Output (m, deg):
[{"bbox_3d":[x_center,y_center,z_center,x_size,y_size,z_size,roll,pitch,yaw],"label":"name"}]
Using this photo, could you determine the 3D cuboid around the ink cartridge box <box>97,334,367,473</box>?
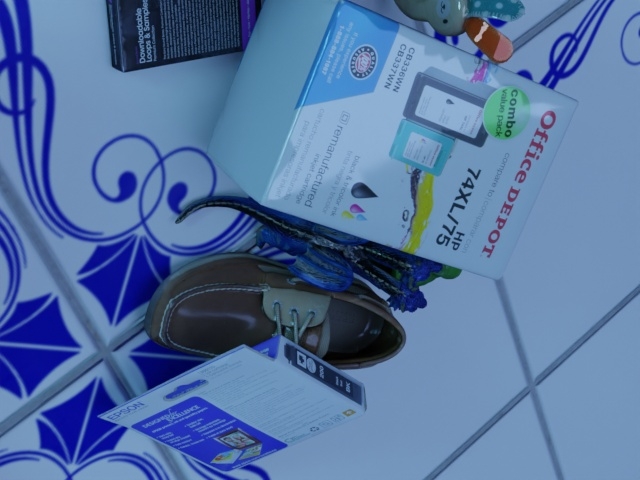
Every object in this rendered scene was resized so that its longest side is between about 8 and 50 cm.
[{"bbox_3d":[-0.092,0.170,1.209,0.206,0.045,0.208,-27,140,26],"label":"ink cartridge box"}]

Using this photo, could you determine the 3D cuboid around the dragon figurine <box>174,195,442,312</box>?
[{"bbox_3d":[0.000,0.000,1.218,0.289,0.144,0.085,20,98,-35],"label":"dragon figurine"}]

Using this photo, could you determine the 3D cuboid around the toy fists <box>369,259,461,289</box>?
[{"bbox_3d":[0.123,-0.073,1.322,0.142,0.096,0.279,-21,118,-31],"label":"toy fists"}]

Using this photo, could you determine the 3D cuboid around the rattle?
[{"bbox_3d":[0.101,-0.266,1.156,0.130,0.199,0.143,-39,149,30],"label":"rattle"}]

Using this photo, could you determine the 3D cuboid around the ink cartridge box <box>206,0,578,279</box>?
[{"bbox_3d":[0.065,-0.111,1.118,0.270,0.197,0.198,17,101,-26],"label":"ink cartridge box"}]

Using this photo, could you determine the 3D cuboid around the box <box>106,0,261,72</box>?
[{"bbox_3d":[-0.131,-0.234,1.102,0.162,0.029,0.116,-17,117,-33],"label":"box"}]

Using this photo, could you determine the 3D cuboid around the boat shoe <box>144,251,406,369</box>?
[{"bbox_3d":[-0.036,0.086,1.249,0.324,0.116,0.123,1,107,-38],"label":"boat shoe"}]
